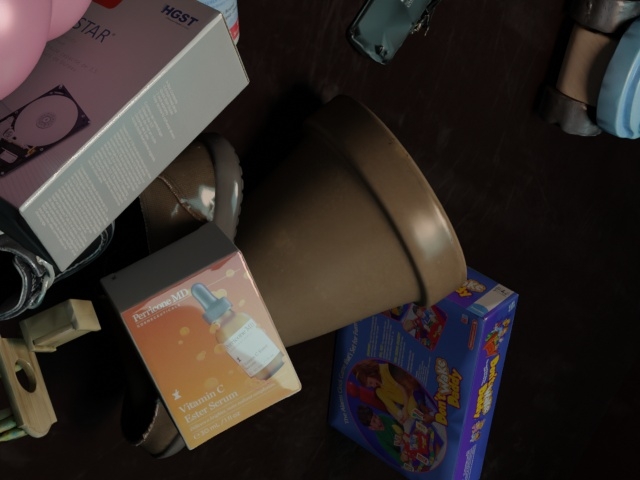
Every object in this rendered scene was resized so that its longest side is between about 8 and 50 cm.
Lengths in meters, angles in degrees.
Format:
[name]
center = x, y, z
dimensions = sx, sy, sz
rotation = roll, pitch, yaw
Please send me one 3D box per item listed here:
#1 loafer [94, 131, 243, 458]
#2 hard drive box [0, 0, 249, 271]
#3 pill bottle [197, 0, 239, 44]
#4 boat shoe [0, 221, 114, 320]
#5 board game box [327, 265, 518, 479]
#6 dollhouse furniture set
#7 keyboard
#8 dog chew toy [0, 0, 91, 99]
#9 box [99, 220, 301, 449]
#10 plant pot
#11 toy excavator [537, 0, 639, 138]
[loafer]
center = -0.179, 0.058, 1.310
dimensions = 0.130, 0.134, 0.366
rotation = 1, 110, -25
[hard drive box]
center = -0.206, -0.115, 1.034
dimensions = 0.232, 0.181, 0.089
rotation = -49, 147, -20
[pill bottle]
center = -0.122, -0.248, 1.136
dimensions = 0.087, 0.087, 0.160
rotation = -38, 144, -32
[boat shoe]
center = -0.286, 0.024, 1.111
dimensions = 0.301, 0.102, 0.108
rotation = -13, 126, -51
[board game box]
center = 0.132, 0.172, 1.739
dimensions = 0.078, 0.233, 0.347
rotation = -31, 140, -39
[dollhouse furniture set]
center = -0.294, 0.130, 1.073
dimensions = 0.182, 0.101, 0.161
rotation = -24, 169, 14
[keyboard]
center = 0.104, -0.297, 1.502
dimensions = 0.100, 0.038, 0.192
rotation = 39, 82, -36
[dog chew toy]
center = -0.285, -0.166, 0.866
dimensions = 0.332, 0.206, 0.207
rotation = -39, 145, -46
[box]
center = -0.116, 0.092, 1.218
dimensions = 0.130, 0.091, 0.170
rotation = -28, 118, -10
[plant pot]
center = 0.000, 0.000, 1.417
dimensions = 0.229, 0.263, 0.263
rotation = -32, 144, -9
[toy excavator]
center = 0.626, -0.232, 1.915
dimensions = 0.433, 0.445, 0.222
rotation = -19, 131, -48
